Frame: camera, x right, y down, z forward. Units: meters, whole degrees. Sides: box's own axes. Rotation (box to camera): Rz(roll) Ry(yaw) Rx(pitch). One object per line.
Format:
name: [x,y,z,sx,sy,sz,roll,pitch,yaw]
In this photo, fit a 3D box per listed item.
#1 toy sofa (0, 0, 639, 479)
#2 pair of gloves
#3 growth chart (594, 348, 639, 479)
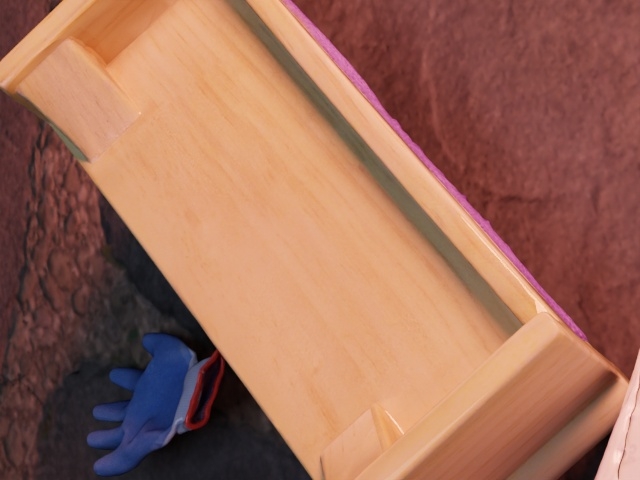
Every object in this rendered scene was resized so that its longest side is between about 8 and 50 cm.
toy sofa: [0.000,0.000,0.960,0.150,0.177,0.362,-43,58,7]
pair of gloves: [-0.114,0.145,1.073,0.159,0.023,0.198,-16,54,62]
growth chart: [0.178,0.083,0.778,0.172,0.021,0.237,9,75,62]
